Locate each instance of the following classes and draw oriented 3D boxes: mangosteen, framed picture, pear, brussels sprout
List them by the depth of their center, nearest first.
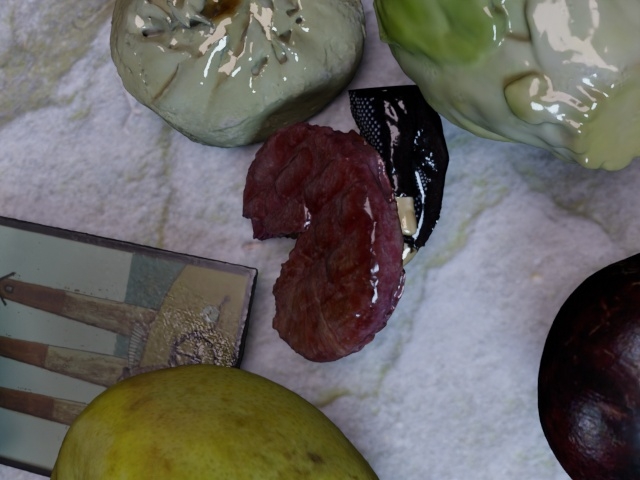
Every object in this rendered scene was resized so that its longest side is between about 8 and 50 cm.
[{"bbox_3d":[0.293,0.123,0.773,0.228,0.265,0.228,-6,106,-22],"label":"mangosteen"},{"bbox_3d":[-0.075,0.256,0.807,0.304,0.304,0.304,-2,78,11],"label":"pear"},{"bbox_3d":[0.196,-0.210,0.854,0.316,0.243,0.273,44,45,19],"label":"brussels sprout"},{"bbox_3d":[-0.235,0.116,0.987,0.323,0.013,0.244,11,89,13],"label":"framed picture"}]

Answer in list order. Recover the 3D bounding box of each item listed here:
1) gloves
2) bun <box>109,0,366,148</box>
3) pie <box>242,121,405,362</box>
[{"bbox_3d":[0.069,-0.052,0.938,0.129,0.106,0.181,10,108,51],"label":"gloves"},{"bbox_3d":[-0.091,-0.223,0.978,0.259,0.152,0.259,-2,80,11],"label":"bun"},{"bbox_3d":[0.000,0.000,0.909,0.054,0.204,0.219,-5,83,-35],"label":"pie"}]
